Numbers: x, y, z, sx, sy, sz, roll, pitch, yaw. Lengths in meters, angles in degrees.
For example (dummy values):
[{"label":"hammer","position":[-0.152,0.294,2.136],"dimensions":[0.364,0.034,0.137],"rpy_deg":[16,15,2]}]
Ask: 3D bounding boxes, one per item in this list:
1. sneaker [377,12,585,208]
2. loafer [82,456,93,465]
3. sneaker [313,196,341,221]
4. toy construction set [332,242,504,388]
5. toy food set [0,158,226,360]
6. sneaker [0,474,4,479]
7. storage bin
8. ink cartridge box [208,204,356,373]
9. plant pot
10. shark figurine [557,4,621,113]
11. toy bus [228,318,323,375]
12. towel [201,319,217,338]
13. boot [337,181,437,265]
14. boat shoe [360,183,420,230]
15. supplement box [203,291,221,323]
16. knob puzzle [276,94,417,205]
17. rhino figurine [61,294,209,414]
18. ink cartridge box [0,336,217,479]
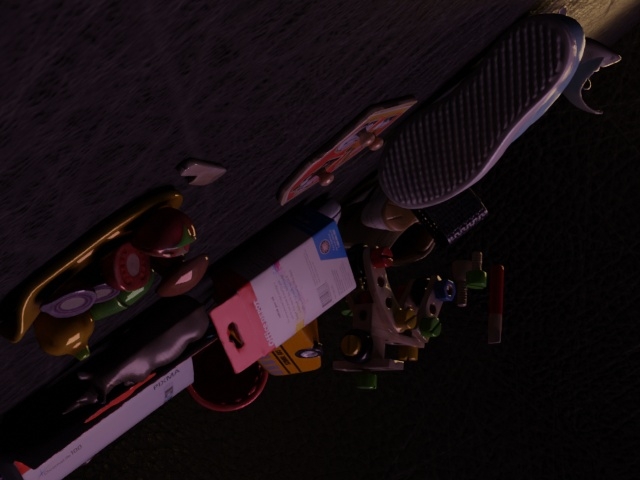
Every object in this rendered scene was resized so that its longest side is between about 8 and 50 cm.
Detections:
[{"label":"sneaker","position":[0.238,-0.175,1.496],"dimensions":[0.366,0.135,0.150],"rpy_deg":[-40,170,34]},{"label":"loafer","position":[-0.418,0.350,2.014],"dimensions":[0.109,0.095,0.302],"rpy_deg":[-38,176,15]},{"label":"sneaker","position":[0.000,0.000,1.717],"dimensions":[0.094,0.091,0.258],"rpy_deg":[-37,176,-13]},{"label":"toy construction set","position":[0.156,0.149,1.821],"dimensions":[0.309,0.237,0.257],"rpy_deg":[-1,159,15]},{"label":"toy food set","position":[-0.149,0.027,0.839],"dimensions":[0.218,0.071,0.128],"rpy_deg":[-38,176,0]},{"label":"sneaker","position":[-0.531,0.386,1.663],"dimensions":[0.071,0.068,0.170],"rpy_deg":[-46,172,25]},{"label":"storage bin","position":[0.187,-0.084,1.772],"dimensions":[0.084,0.180,0.122],"rpy_deg":[-38,176,-4]},{"label":"ink cartridge box","position":[-0.069,0.070,1.531],"dimensions":[0.231,0.134,0.078],"rpy_deg":[-35,-141,-22]},{"label":"plant pot","position":[-0.220,0.277,2.351],"dimensions":[0.191,0.191,0.174],"rpy_deg":[-37,-176,-11]},{"label":"shark figurine","position":[0.358,-0.284,1.566],"dimensions":[0.278,0.166,0.116],"rpy_deg":[-48,151,-61]},{"label":"toy bus","position":[-0.075,0.128,1.778],"dimensions":[0.130,0.108,0.332],"rpy_deg":[-9,156,9]},{"label":"towel","position":[-0.060,0.099,2.095],"dimensions":[0.370,0.040,0.271],"rpy_deg":[-26,180,-29]},{"label":"boot","position":[0.159,-0.045,2.005],"dimensions":[0.262,0.095,0.203],"rpy_deg":[-30,-152,-28]},{"label":"boat shoe","position":[0.165,-0.119,1.931],"dimensions":[0.096,0.098,0.277],"rpy_deg":[-1,-146,47]},{"label":"supplement box","position":[-0.159,0.103,1.847],"dimensions":[0.083,0.043,0.055],"rpy_deg":[-33,172,-43]},{"label":"knob puzzle","position":[0.025,-0.097,1.272],"dimensions":[0.213,0.030,0.213],"rpy_deg":[-37,176,-3]},{"label":"rhino figurine","position":[-0.247,0.153,1.410],"dimensions":[0.243,0.073,0.106],"rpy_deg":[-37,-178,-28]},{"label":"ink cartridge box","position":[-0.311,0.267,1.570],"dimensions":[0.308,0.091,0.385],"rpy_deg":[-35,-172,-25]}]
